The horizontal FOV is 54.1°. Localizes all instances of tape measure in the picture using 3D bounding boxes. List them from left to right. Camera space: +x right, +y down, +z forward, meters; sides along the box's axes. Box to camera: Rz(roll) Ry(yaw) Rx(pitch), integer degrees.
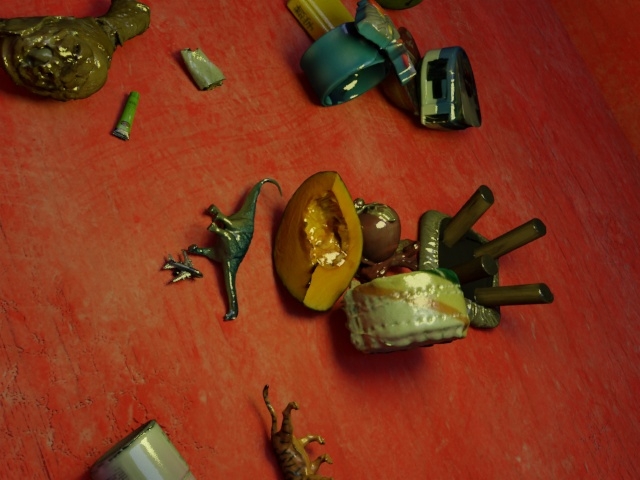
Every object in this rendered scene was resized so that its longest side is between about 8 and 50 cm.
[{"bbox_3d":[0.391,-0.462,1.934,0.259,0.138,0.262,-9,90,-65],"label":"tape measure"}]

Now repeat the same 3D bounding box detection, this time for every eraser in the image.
[{"bbox_3d":[0.018,-0.652,1.857,0.226,0.069,0.158,51,49,-3],"label":"eraser"}]

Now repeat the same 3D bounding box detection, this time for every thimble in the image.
[{"bbox_3d":[0.192,0.165,1.434,0.288,0.254,0.167,-2,74,-24],"label":"thimble"}]

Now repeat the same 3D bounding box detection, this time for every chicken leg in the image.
[{"bbox_3d":[-0.491,-0.424,1.314,0.201,0.153,0.429,38,42,-5],"label":"chicken leg"}]

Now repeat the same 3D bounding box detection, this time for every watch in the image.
[{"bbox_3d":[0.084,-0.479,1.658,0.241,0.274,0.305,64,17,7],"label":"watch"}]

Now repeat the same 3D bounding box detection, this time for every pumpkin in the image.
[{"bbox_3d":[0.000,0.000,1.463,0.169,0.148,0.312,15,91,-51],"label":"pumpkin"}]

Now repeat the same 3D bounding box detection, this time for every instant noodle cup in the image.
[{"bbox_3d":[0.242,-0.502,1.902,0.274,0.091,0.274,29,57,-56],"label":"instant noodle cup"}]

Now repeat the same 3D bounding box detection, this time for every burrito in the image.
[{"bbox_3d":[-0.290,-0.420,1.522,0.118,0.044,0.074,52,51,-6],"label":"burrito"}]

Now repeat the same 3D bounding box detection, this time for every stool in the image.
[{"bbox_3d":[0.444,0.046,1.711,0.310,0.226,0.310,25,53,-25],"label":"stool"}]

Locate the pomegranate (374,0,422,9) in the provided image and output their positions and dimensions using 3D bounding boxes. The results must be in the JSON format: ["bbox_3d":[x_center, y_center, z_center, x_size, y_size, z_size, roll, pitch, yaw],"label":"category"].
[{"bbox_3d":[0.268,-0.891,2.007,0.291,0.323,0.290,12,75,-53],"label":"pomegranate"}]

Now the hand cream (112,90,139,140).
[{"bbox_3d":[-0.420,-0.273,1.364,0.036,0.023,0.122,25,58,-29],"label":"hand cream"}]

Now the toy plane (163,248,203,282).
[{"bbox_3d":[-0.280,0.059,1.290,0.083,0.031,0.078,29,53,-22],"label":"toy plane"}]

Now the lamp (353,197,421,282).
[{"bbox_3d":[0.141,-0.010,1.576,0.215,0.151,0.223,-24,124,-28],"label":"lamp"}]

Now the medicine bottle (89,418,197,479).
[{"bbox_3d":[-0.282,0.405,1.040,0.168,0.135,0.135,53,48,-1],"label":"medicine bottle"}]

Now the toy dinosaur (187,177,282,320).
[{"bbox_3d":[-0.193,-0.012,1.367,0.147,0.076,0.363,34,55,-31],"label":"toy dinosaur"}]

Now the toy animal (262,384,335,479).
[{"bbox_3d":[-0.060,0.408,1.246,0.116,0.114,0.255,-27,77,1],"label":"toy animal"}]
